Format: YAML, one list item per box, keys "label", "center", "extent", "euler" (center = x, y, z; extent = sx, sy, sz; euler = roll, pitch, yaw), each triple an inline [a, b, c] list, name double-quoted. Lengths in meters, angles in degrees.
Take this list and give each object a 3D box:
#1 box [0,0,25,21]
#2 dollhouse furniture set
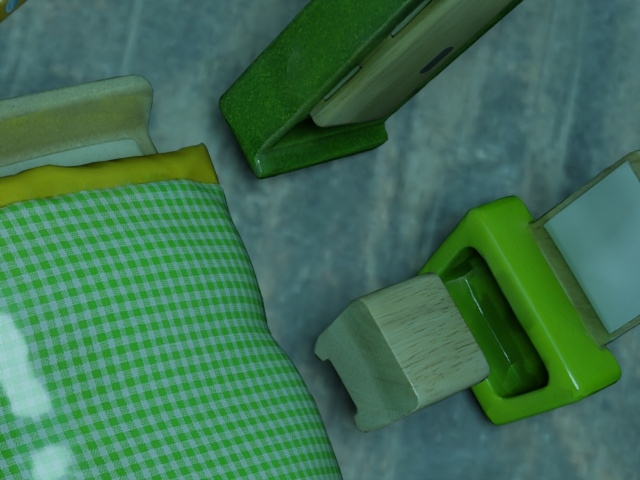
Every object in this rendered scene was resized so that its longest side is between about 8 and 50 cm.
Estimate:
- label: "box"
  center: [-0.141, -0.161, 0.838]
  extent: [0.081, 0.028, 0.136]
  euler: [45, 72, 5]
- label: "dollhouse furniture set"
  center: [0.000, 0.000, 0.680]
  extent: [0.301, 0.151, 0.197]
  euler: [-18, 75, -45]
